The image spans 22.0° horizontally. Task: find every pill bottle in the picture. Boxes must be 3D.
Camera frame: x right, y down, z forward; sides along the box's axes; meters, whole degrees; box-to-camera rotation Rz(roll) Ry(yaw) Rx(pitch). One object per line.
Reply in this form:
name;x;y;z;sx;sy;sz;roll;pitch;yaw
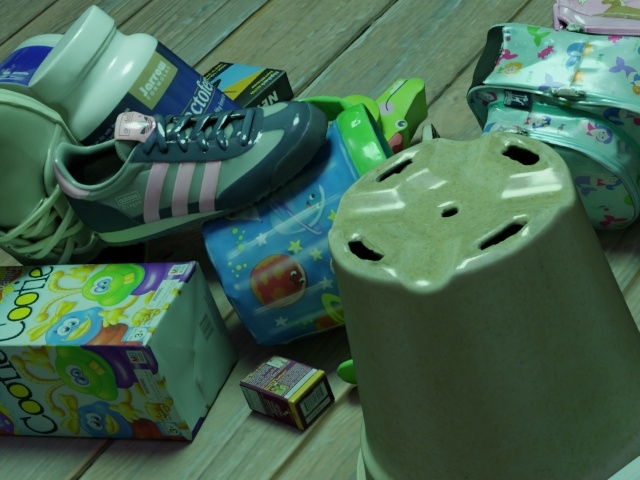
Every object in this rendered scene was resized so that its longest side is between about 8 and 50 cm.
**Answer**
pill bottle;-0.202;-0.147;1.935;0.153;0.264;0.153;-46;18;20

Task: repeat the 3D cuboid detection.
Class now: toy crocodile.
toy crocodile;0.021;-0.074;1.989;0.105;0.115;0.340;33;60;28

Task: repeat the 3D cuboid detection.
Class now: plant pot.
plant pot;0.153;0.081;1.513;0.333;0.305;0.334;-14;33;9

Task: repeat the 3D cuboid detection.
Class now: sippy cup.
sippy cup;0.000;0.000;1.800;0.224;0.240;0.305;-26;25;6

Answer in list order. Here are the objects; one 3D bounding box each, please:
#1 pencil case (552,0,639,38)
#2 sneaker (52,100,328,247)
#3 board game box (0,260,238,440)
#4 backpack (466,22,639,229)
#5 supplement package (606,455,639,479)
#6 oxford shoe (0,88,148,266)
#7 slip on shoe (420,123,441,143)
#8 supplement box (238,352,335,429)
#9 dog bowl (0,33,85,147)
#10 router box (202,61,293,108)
pencil case;0.465;-0.240;1.947;0.386;0.160;0.167;8;50;35
sneaker;-0.148;-0.092;1.755;0.319;0.131;0.112;-22;38;26
board game box;-0.257;0.122;1.824;0.275;0.144;0.142;-2;38;27
backpack;0.302;-0.126;1.815;0.253;0.225;0.191;2;61;24
supplement package;0.351;0.226;1.350;0.244;0.134;0.139;-32;35;-18
oxford shoe;-0.321;-0.040;1.874;0.169;0.449;0.130;-36;60;4
slip on shoe;0.131;-0.095;2.021;0.041;0.051;0.135;-23;37;18
supplement box;-0.036;0.159;1.741;0.083;0.043;0.055;17;48;42
dog bowl;-0.320;-0.129;2.111;0.264;0.265;0.104;5;43;34
router box;-0.143;-0.179;2.289;0.133;0.046;0.179;12;45;40
